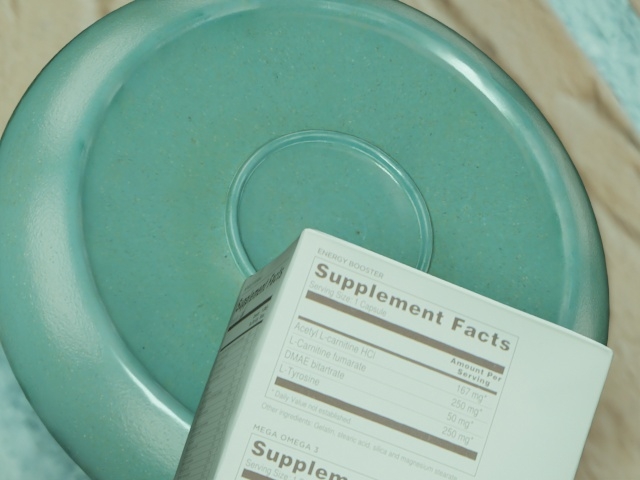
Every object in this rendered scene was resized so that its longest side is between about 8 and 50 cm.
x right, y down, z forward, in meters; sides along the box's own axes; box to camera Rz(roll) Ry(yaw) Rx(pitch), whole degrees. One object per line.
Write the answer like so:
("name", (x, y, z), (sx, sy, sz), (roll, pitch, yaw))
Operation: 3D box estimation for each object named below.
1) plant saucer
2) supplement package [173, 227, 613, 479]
("plant saucer", (0.000, 0.000, 0.894), (0.317, 0.044, 0.317), (7, 64, -15))
("supplement package", (0.001, 0.138, 0.743), (0.134, 0.139, 0.244), (22, 77, -8))
